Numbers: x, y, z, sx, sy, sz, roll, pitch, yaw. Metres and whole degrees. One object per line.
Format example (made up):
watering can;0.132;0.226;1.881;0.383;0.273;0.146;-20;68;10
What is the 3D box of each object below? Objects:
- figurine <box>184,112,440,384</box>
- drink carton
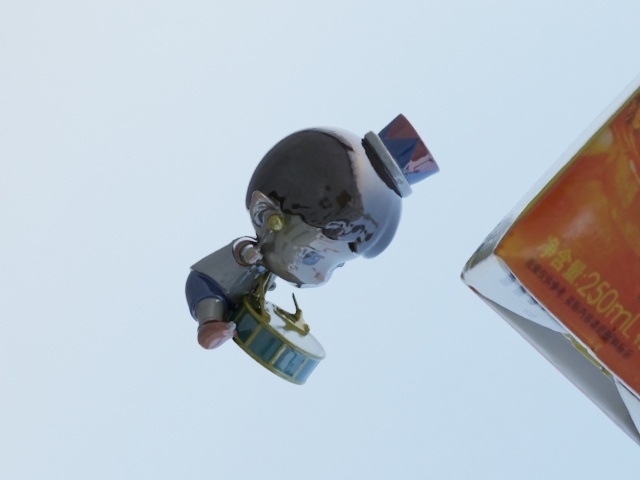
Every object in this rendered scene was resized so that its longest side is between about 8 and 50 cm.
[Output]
figurine;-0.007;-0.006;1.480;0.158;0.161;0.275;39;-78;23
drink carton;0.246;-0.063;0.794;0.351;0.154;0.111;-46;179;-8
